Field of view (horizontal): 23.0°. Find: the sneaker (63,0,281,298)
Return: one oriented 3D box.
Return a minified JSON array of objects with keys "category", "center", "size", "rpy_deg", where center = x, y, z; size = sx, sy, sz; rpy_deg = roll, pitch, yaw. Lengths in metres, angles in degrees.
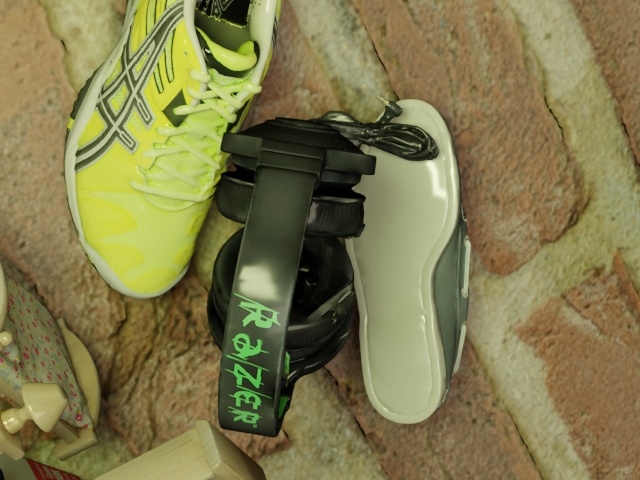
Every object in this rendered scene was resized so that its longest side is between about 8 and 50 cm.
[{"category":"sneaker","center":[-0.126,-0.127,1.378],"size":[0.145,0.147,0.384],"rpy_deg":[6,104,-26]}]

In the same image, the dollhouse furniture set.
[{"category":"dollhouse furniture set","center":[-0.180,0.109,1.364],"size":[0.174,0.355,0.303],"rpy_deg":[-27,145,7]}]

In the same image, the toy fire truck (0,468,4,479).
[{"category":"toy fire truck","center":[-0.363,0.324,1.303],"size":[0.217,0.158,0.246],"rpy_deg":[1,125,-16]}]

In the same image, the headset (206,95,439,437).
[{"category":"headset","center":[0.000,0.000,1.338],"size":[0.185,0.394,0.243],"rpy_deg":[9,125,2]}]

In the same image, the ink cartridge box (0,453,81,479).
[{"category":"ink cartridge box","center":[-0.366,0.276,1.416],"size":[0.273,0.114,0.197],"rpy_deg":[25,96,-27]}]

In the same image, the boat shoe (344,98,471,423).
[{"category":"boat shoe","center":[0.094,0.017,1.563],"size":[0.099,0.116,0.319],"rpy_deg":[-20,111,-65]}]
